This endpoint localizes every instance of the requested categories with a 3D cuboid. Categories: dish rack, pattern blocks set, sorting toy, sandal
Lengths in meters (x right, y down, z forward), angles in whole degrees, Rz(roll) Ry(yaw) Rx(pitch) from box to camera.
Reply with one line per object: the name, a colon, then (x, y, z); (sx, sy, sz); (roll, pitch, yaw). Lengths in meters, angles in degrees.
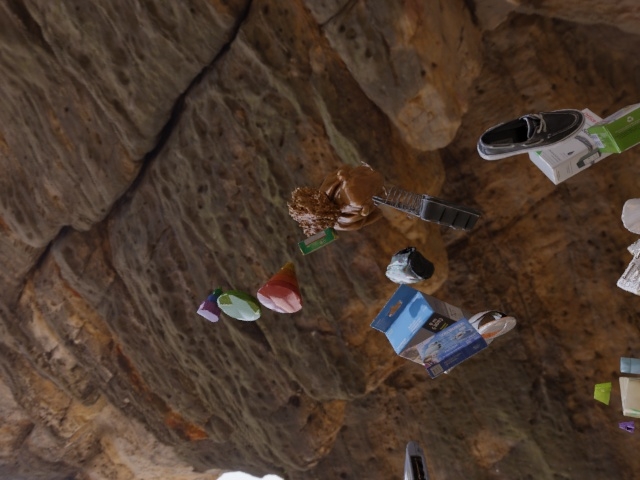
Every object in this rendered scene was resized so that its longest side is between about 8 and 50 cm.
dish rack: (0.288, -0.097, 1.212); (0.209, 0.074, 0.272); (11, -169, -33)
pattern blocks set: (0.974, 0.469, 1.259); (0.026, 0.286, 0.324); (-54, -36, -46)
sorting toy: (-0.195, 0.140, 1.212); (0.127, 0.366, 0.126); (49, -140, -34)
sandal: (0.465, 0.251, 1.241); (0.102, 0.265, 0.076); (-8, -117, -7)

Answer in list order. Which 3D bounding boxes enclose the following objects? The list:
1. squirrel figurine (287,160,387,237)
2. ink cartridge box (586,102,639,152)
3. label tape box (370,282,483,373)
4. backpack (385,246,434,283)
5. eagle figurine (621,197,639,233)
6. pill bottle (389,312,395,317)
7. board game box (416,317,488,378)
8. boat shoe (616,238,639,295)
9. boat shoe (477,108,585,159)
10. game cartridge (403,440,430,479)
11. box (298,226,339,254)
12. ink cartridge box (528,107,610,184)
squirrel figurine: (0.080, -0.145, 1.679); (0.280, 0.397, 0.370); (63, 173, -4)
ink cartridge box: (0.962, -0.367, 1.265); (0.097, 0.255, 0.189); (58, -159, 0)
label tape box: (0.386, 0.330, 1.571); (0.334, 0.240, 0.105); (24, -151, -12)
backpack: (0.353, 0.110, 1.750); (0.152, 0.182, 0.115); (45, -118, -18)
eagle figurine: (0.905, -0.143, 1.030); (0.298, 0.227, 0.225); (77, -148, -59)
pill bottle: (0.404, 0.378, 2.101); (0.067, 0.120, 0.066); (28, -131, -38)
board game box: (0.191, 0.156, 0.634); (0.020, 0.090, 0.090); (57, -174, -3)
boat shoe: (1.040, 0.036, 1.372); (0.098, 0.276, 0.096); (24, -178, -42)
boat shoe: (0.619, -0.325, 1.260); (0.102, 0.302, 0.108); (35, -134, -67)
game cartridge: (0.263, 0.722, 1.142); (0.062, 0.197, 0.297); (5, -164, 3)
box: (0.000, 0.000, 1.280); (0.043, 0.105, 0.179); (63, -174, 4)
ink cartridge box: (1.097, -0.413, 1.869); (0.121, 0.289, 0.211); (45, -161, -42)
